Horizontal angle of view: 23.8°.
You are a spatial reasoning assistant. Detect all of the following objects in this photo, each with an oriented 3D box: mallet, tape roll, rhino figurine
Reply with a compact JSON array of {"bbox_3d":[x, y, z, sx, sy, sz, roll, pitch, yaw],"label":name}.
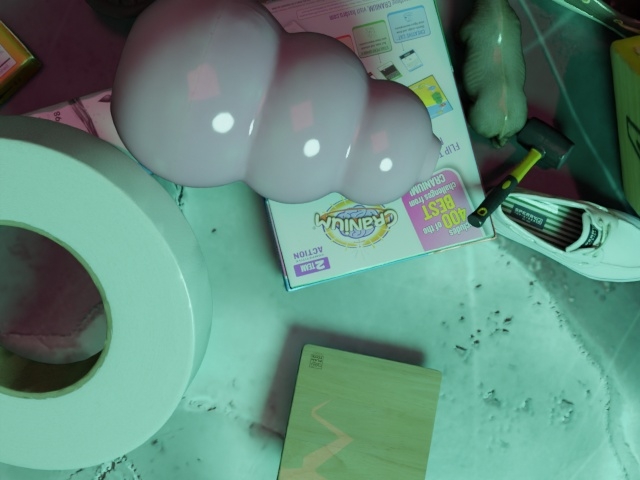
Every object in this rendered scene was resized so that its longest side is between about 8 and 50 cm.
[{"bbox_3d":[0.223,-0.066,1.669,0.062,0.039,0.190,30,48,7],"label":"mallet"},{"bbox_3d":[-0.307,0.061,1.583,0.392,0.072,0.392,6,116,12],"label":"tape roll"},{"bbox_3d":[0.188,-0.223,1.679,0.073,0.106,0.243,-5,93,-5],"label":"rhino figurine"}]

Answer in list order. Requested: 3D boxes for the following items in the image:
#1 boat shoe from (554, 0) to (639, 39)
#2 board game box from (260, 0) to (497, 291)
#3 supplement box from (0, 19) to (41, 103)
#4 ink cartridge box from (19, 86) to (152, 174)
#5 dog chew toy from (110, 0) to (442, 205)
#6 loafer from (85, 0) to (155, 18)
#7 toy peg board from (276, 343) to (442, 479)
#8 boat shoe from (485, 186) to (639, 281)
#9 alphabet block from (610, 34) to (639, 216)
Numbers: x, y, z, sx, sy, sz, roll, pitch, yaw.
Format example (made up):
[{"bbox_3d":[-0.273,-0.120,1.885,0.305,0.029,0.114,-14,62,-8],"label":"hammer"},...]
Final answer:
[{"bbox_3d":[0.373,-0.273,1.700,0.305,0.091,0.109,22,90,-5],"label":"boat shoe"},{"bbox_3d":[0.038,-0.124,1.681,0.242,0.064,0.317,-14,89,-4],"label":"board game box"},{"bbox_3d":[-0.416,-0.145,1.647,0.233,0.078,0.080,-40,92,-3],"label":"supplement box"},{"bbox_3d":[-0.262,-0.103,1.669,0.180,0.060,0.104,-17,94,-4],"label":"ink cartridge box"},{"bbox_3d":[-0.040,-0.131,1.541,0.331,0.206,0.207,17,91,0],"label":"dog chew toy"},{"bbox_3d":[-0.118,-0.375,1.627,0.134,0.130,0.366,38,82,9],"label":"loafer"},{"bbox_3d":[0.039,0.215,1.709,0.161,0.079,0.161,12,75,-6],"label":"toy peg board"},{"bbox_3d":[0.291,-0.003,1.711,0.226,0.076,0.083,13,91,-5],"label":"boat shoe"},{"bbox_3d":[0.435,-0.113,1.631,0.192,0.193,0.197,-14,119,-6],"label":"alphabet block"}]
